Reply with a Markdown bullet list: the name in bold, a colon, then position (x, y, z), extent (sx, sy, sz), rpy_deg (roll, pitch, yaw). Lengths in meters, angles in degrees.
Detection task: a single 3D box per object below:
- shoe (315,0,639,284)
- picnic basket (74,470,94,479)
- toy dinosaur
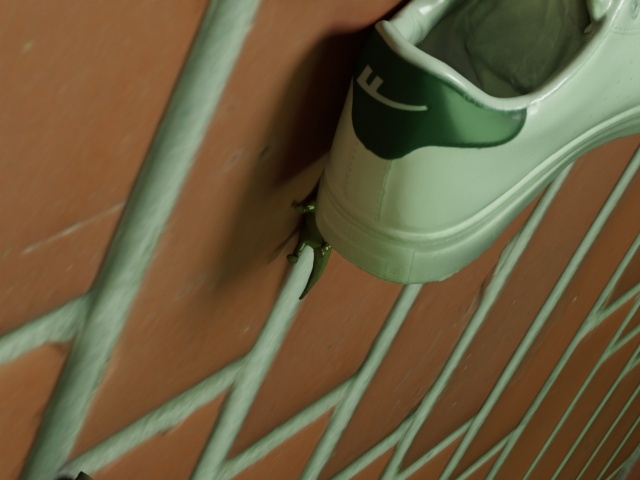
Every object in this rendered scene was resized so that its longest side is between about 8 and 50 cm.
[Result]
- **shoe**: position (0.142, -0.128, 0.974), extent (0.363, 0.132, 0.160), rpy_deg (-35, 152, -31)
- **picnic basket**: position (-0.092, 0.289, 1.047), extent (0.175, 0.228, 0.313), rpy_deg (-51, 163, -11)
- **toy dinosaur**: position (-0.002, 0.001, 1.019), extent (0.041, 0.026, 0.113), rpy_deg (-49, 160, -52)
